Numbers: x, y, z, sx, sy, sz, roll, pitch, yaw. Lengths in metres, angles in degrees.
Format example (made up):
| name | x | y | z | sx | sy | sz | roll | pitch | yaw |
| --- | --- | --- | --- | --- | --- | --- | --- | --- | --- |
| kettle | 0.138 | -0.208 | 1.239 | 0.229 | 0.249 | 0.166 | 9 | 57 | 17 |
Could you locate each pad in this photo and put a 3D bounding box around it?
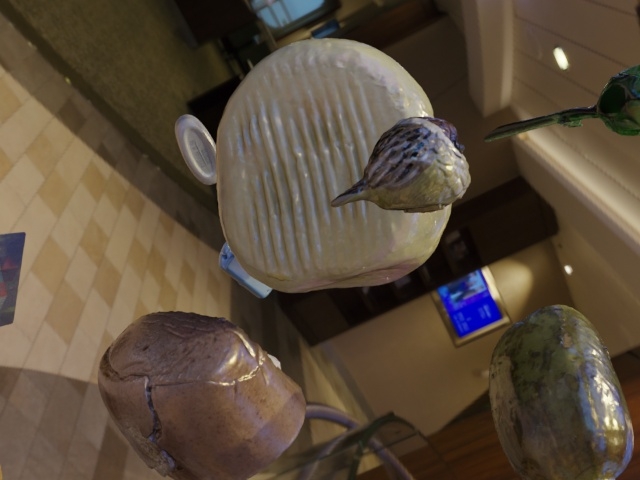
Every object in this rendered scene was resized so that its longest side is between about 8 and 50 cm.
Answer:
| name | x | y | z | sx | sy | sz | roll | pitch | yaw |
| --- | --- | --- | --- | --- | --- | --- | --- | --- | --- |
| pad | -0.683 | 0.089 | 1.353 | 0.143 | 0.003 | 0.211 | -14 | 118 | -67 |

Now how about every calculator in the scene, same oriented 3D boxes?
| name | x | y | z | sx | sy | sz | roll | pitch | yaw |
| --- | --- | --- | --- | --- | --- | --- | --- | --- | --- |
| calculator | -0.183 | 0.068 | 1.748 | 0.039 | 0.121 | 0.210 | 14 | -23 | 51 |

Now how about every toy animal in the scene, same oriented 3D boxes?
| name | x | y | z | sx | sy | sz | roll | pitch | yaw |
| --- | --- | --- | --- | --- | --- | --- | --- | --- | --- |
| toy animal | 0.076 | -0.073 | 0.626 | 0.098 | 0.137 | 0.098 | 177 | -90 | -83 |

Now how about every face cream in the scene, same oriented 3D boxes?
| name | x | y | z | sx | sy | sz | roll | pitch | yaw |
| --- | --- | --- | --- | --- | --- | --- | --- | --- | --- |
| face cream | -0.266 | -0.202 | 1.399 | 0.291 | 0.071 | 0.144 | -139 | -154 | -72 |

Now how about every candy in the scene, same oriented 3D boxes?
| name | x | y | z | sx | sy | sz | roll | pitch | yaw |
| --- | --- | --- | --- | --- | --- | --- | --- | --- | --- |
| candy | 0.352 | -0.176 | 0.930 | 0.323 | 0.097 | 0.097 | -3 | -63 | 60 |

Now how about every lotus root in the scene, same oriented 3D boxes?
| name | x | y | z | sx | sy | sz | roll | pitch | yaw |
| --- | --- | --- | --- | --- | --- | --- | --- | --- | --- |
| lotus root | 0.304 | 0.209 | 0.816 | 0.173 | 0.173 | 0.309 | 60 | 21 | -30 |

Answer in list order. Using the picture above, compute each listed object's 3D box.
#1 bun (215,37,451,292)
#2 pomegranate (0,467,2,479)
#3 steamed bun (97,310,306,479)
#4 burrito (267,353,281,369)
| name | x | y | z | sx | sy | sz | roll | pitch | yaw |
| --- | --- | --- | --- | --- | --- | --- | --- | --- | --- |
| bun | 0.015 | -0.092 | 0.920 | 0.361 | 0.361 | 0.213 | 65 | 17 | 6 |
| pomegranate | -0.777 | 0.501 | 1.232 | 0.338 | 0.338 | 0.338 | 63 | 7 | -14 |
| steamed bun | -0.200 | 0.248 | 0.969 | 0.251 | 0.301 | 0.199 | 52 | 46 | -32 |
| burrito | -0.134 | 0.268 | 1.373 | 0.064 | 0.064 | 0.203 | 64 | -23 | -2 |
